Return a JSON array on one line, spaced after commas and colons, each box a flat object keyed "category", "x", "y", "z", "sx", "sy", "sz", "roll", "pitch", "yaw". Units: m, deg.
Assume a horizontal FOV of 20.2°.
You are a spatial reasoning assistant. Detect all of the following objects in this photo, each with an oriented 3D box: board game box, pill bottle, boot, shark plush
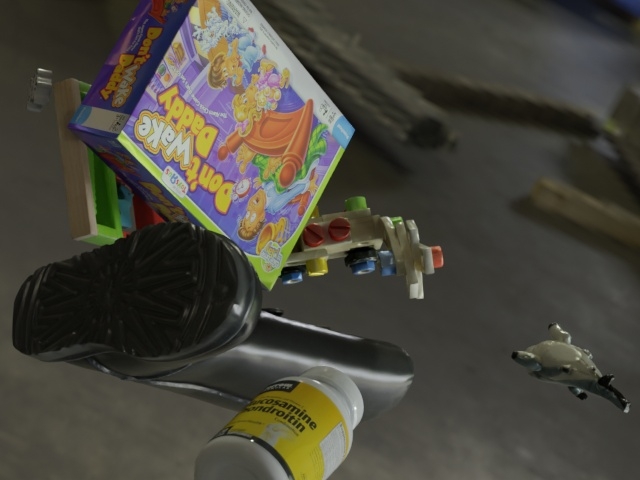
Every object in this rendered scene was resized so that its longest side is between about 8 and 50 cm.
[{"category": "board game box", "x": -0.114, "y": -0.127, "z": 2.052, "sx": 0.078, "sy": 0.233, "sz": 0.347, "roll": 15, "pitch": -20, "yaw": 36}, {"category": "pill bottle", "x": -0.033, "y": 0.191, "z": 1.700, "sx": 0.103, "sy": 0.103, "sz": 0.184, "roll": 32, "pitch": 35, "yaw": 13}, {"category": "boot", "x": -0.060, "y": 0.120, "z": 2.003, "sx": 0.445, "sy": 0.146, "sz": 0.367, "roll": 25, "pitch": -19, "yaw": -40}, {"category": "shark plush", "x": 0.296, "y": 0.152, "z": 2.063, "sx": 0.161, "sy": 0.067, "sz": 0.073, "roll": 16, "pitch": 44, "yaw": 36}]

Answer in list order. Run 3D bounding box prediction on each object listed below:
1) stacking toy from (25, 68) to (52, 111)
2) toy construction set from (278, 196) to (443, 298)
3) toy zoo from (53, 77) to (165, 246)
[{"category": "stacking toy", "x": -0.374, "y": -0.254, "z": 1.973, "sx": 0.167, "sy": 0.221, "sz": 0.052, "roll": 9, "pitch": -14, "yaw": -21}, {"category": "toy construction set", "x": 0.000, "y": 0.000, "z": 2.423, "sx": 0.328, "sy": 0.151, "sz": 0.215, "roll": 6, "pitch": -14, "yaw": -2}, {"category": "toy zoo", "x": -0.219, "y": -0.074, "z": 2.194, "sx": 0.293, "sy": 0.030, "sz": 0.192, "roll": 18, "pitch": 60, "yaw": -61}]
